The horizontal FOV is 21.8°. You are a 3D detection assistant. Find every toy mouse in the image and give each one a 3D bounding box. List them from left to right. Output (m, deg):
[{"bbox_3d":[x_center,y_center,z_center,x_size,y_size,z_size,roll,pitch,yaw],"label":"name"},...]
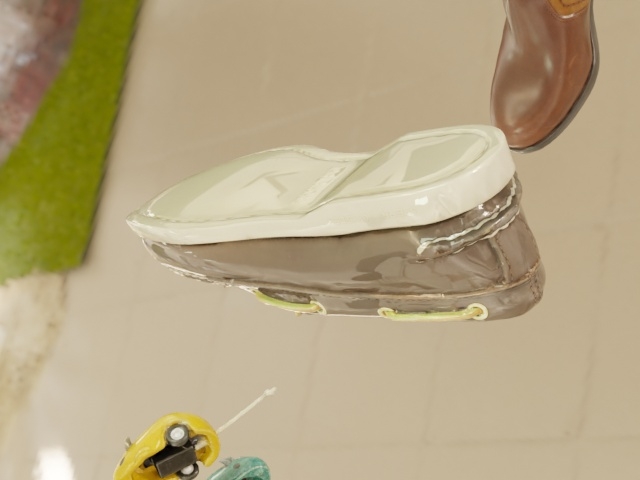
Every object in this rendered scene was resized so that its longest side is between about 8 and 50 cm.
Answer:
[{"bbox_3d":[-0.086,0.153,0.958,0.161,0.143,0.031,-27,48,-8],"label":"toy mouse"}]

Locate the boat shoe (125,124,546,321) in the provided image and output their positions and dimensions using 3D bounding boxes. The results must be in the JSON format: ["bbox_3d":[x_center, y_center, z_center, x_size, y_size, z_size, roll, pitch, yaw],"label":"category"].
[{"bbox_3d":[0.000,0.000,1.007,0.324,0.097,0.116,-4,28,48],"label":"boat shoe"}]

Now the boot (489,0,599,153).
[{"bbox_3d":[0.145,-0.218,1.355,0.096,0.280,0.264,32,101,37],"label":"boot"}]
